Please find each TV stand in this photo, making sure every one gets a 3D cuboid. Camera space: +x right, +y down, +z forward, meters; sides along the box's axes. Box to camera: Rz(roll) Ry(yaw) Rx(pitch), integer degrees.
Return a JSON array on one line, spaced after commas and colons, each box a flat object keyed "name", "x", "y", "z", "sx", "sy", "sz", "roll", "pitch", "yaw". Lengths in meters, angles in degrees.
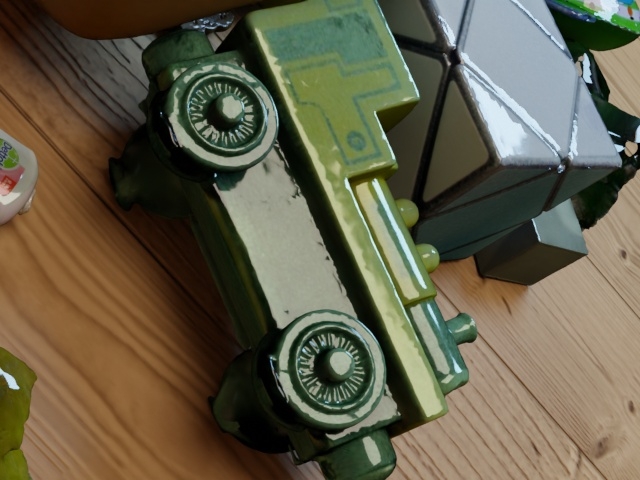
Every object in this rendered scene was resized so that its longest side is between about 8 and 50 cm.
[{"name": "TV stand", "x": 0.183, "y": -0.093, "z": 1.356, "sx": 0.088, "sy": 0.083, "sz": 0.269, "roll": 14, "pitch": 53, "yaw": -43}]

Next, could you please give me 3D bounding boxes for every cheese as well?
[{"name": "cheese", "x": 0.287, "y": -0.278, "z": 1.537, "sx": 0.204, "sy": 0.083, "sz": 0.320, "roll": 28, "pitch": 16, "yaw": 13}]

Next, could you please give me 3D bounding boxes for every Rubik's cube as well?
[{"name": "Rubik's cube", "x": 0.106, "y": -0.108, "z": 1.182, "sx": 0.205, "sy": 0.205, "sz": 0.207, "roll": -2, "pitch": 64, "yaw": -48}]

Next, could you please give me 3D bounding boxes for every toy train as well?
[{"name": "toy train", "x": 0.000, "y": 0.000, "z": 0.997, "sx": 0.237, "sy": 0.150, "sz": 0.369, "roll": -18, "pitch": 79, "yaw": -32}]

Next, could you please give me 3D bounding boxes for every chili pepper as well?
[{"name": "chili pepper", "x": 0.272, "y": -0.138, "z": 1.454, "sx": 0.148, "sy": 0.116, "sz": 0.264, "roll": 25, "pitch": 46, "yaw": -27}]

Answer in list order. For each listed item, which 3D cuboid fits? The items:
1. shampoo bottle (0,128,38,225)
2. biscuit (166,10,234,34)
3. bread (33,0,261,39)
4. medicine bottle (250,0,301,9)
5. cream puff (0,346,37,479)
[{"name": "shampoo bottle", "x": -0.238, "y": -0.053, "z": 0.904, "sx": 0.099, "sy": 0.043, "sz": 0.072, "roll": 38, "pitch": 41, "yaw": -21}, {"name": "biscuit", "x": -0.133, "y": -0.228, "z": 1.164, "sx": 0.119, "sy": 0.019, "sz": 0.130, "roll": 2, "pitch": 63, "yaw": -46}, {"name": "bread", "x": -0.093, "y": -0.341, "z": 1.017, "sx": 0.376, "sy": 0.253, "sz": 0.348, "roll": -23, "pitch": 91, "yaw": -18}, {"name": "medicine bottle", "x": -0.075, "y": -0.324, "z": 1.216, "sx": 0.239, "sy": 0.124, "sz": 0.124, "roll": 52, "pitch": 38, "yaw": -5}, {"name": "cream puff", "x": -0.249, "y": 0.124, "z": 0.652, "sx": 0.282, "sy": 0.185, "sz": 0.282, "roll": 25, "pitch": 46, "yaw": -29}]
